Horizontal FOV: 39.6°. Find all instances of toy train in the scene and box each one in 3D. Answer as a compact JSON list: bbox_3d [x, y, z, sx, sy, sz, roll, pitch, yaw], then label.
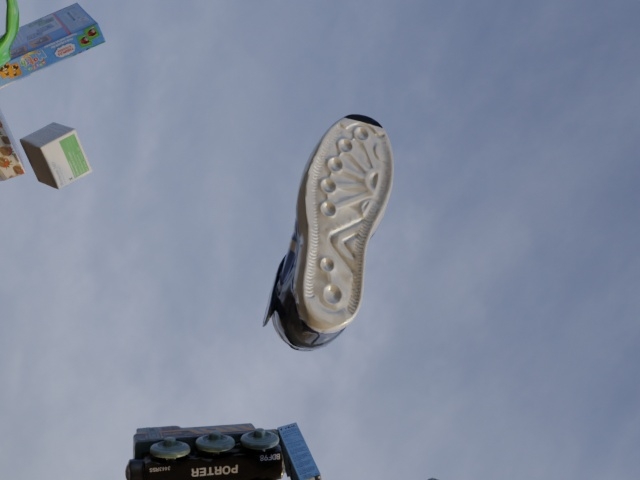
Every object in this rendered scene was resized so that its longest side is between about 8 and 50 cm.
[{"bbox_3d":[-0.220,0.429,1.758,0.190,0.333,0.142,-158,-113,-71],"label":"toy train"}]

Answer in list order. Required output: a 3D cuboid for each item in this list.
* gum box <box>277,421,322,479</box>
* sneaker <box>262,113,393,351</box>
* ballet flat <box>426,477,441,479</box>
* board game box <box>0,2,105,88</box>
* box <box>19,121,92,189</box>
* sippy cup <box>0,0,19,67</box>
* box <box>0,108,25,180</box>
[{"bbox_3d":[-0.028,0.438,1.583,0.184,0.041,0.157,-129,-153,-67],"label":"gum box"},{"bbox_3d":[0.000,0.000,1.292,0.236,0.130,0.323,136,-34,-68],"label":"sneaker"},{"bbox_3d":[0.210,0.430,1.418,0.188,0.070,0.070,-124,-162,-78],"label":"ballet flat"},{"bbox_3d":[-0.464,-0.309,1.426,0.160,0.211,0.039,45,-22,54],"label":"board game box"},{"bbox_3d":[-0.539,-0.173,1.814,0.102,0.087,0.101,20,-45,46],"label":"box"},{"bbox_3d":[-0.529,-0.240,1.045,0.240,0.305,0.224,-7,-57,52],"label":"sippy cup"},{"bbox_3d":[-0.694,-0.266,1.831,0.324,0.063,0.067,81,-14,-45],"label":"box"}]
